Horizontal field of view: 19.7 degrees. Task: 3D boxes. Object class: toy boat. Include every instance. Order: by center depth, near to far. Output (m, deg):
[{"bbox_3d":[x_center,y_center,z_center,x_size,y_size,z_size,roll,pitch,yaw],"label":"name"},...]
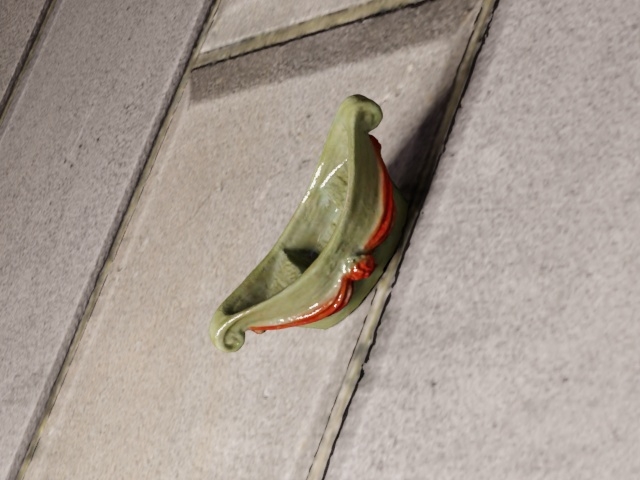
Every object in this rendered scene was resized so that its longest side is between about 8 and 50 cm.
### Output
[{"bbox_3d":[0.001,0.000,1.159,0.185,0.071,0.089,-58,27,7],"label":"toy boat"}]
